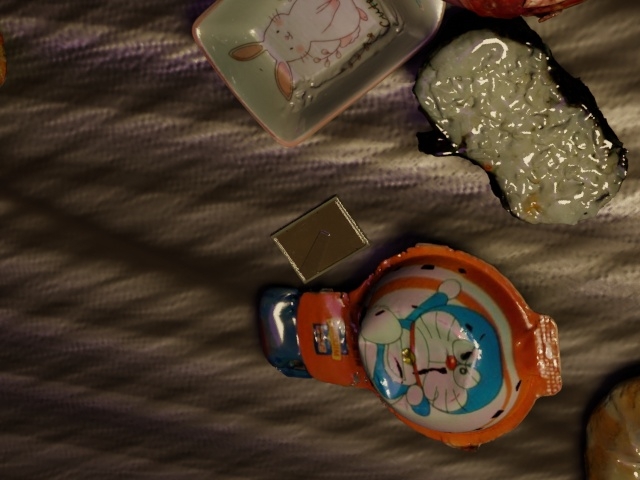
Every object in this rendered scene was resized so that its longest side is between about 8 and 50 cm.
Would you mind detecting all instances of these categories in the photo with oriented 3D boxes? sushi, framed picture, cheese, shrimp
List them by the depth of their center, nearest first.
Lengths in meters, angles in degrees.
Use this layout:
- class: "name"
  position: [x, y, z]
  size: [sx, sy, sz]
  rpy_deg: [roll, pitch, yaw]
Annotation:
- class: "sushi"
  position: [0.174, -0.104, 0.869]
  size: [0.212, 0.115, 0.147]
  rpy_deg: [41, 110, -10]
- class: "shrimp"
  position: [0.351, 0.216, 0.938]
  size: [0.185, 0.068, 0.287]
  rpy_deg: [54, 138, 19]
- class: "cheese"
  position: [0.083, 0.104, 0.970]
  size: [0.330, 0.129, 0.216]
  rpy_deg: [3, 106, 31]
- class: "framed picture"
  position: [0.000, 0.000, 1.012]
  size: [0.089, 0.006, 0.066]
  rpy_deg: [-32, 101, 22]

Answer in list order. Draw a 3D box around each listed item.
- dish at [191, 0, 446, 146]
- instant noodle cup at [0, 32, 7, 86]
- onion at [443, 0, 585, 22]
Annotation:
- class: "dish"
  position: [0.011, -0.212, 0.897]
  size: [0.234, 0.064, 0.154]
  rpy_deg: [-35, 99, 23]
- class: "instant noodle cup"
  position: [-0.474, -0.148, 0.944]
  size: [0.264, 0.264, 0.200]
  rpy_deg: [39, 121, -3]
- class: "onion"
  position: [0.177, -0.252, 0.783]
  size: [0.230, 0.229, 0.163]
  rpy_deg: [1, 139, 13]
